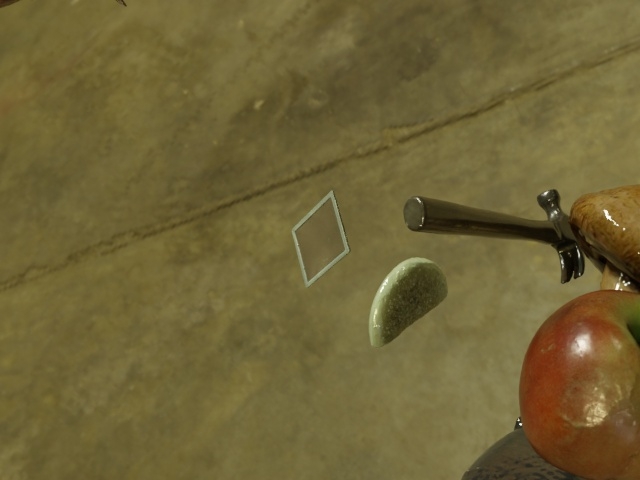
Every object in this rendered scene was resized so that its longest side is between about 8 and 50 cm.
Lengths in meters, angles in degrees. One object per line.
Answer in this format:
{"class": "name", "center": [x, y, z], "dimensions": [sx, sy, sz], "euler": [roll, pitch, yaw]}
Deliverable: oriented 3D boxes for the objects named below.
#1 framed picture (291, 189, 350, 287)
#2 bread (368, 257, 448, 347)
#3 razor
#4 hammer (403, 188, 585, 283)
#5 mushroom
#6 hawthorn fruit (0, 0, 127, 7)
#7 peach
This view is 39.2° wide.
{"class": "framed picture", "center": [0.000, 0.000, 1.874], "dimensions": [0.183, 0.011, 0.142], "euler": [-43, 55, 49]}
{"class": "bread", "center": [0.149, 0.088, 1.507], "dimensions": [0.036, 0.112, 0.193], "euler": [18, 40, 43]}
{"class": "razor", "center": [0.349, 0.367, 1.412], "dimensions": [0.189, 0.327, 0.107], "euler": [12, 108, 31]}
{"class": "hammer", "center": [0.271, -0.023, 1.360], "dimensions": [0.044, 0.440, 0.168], "euler": [-34, 63, 36]}
{"class": "mushroom", "center": [0.504, 0.043, 1.360], "dimensions": [0.195, 0.263, 0.283], "euler": [-19, 58, 14]}
{"class": "hawthorn fruit", "center": [-0.273, -0.300, 0.725], "dimensions": [0.276, 0.307, 0.276], "euler": [-53, 2, 3]}
{"class": "peach", "center": [0.367, 0.185, 1.102], "dimensions": [0.252, 0.252, 0.252], "euler": [-19, 48, 22]}
